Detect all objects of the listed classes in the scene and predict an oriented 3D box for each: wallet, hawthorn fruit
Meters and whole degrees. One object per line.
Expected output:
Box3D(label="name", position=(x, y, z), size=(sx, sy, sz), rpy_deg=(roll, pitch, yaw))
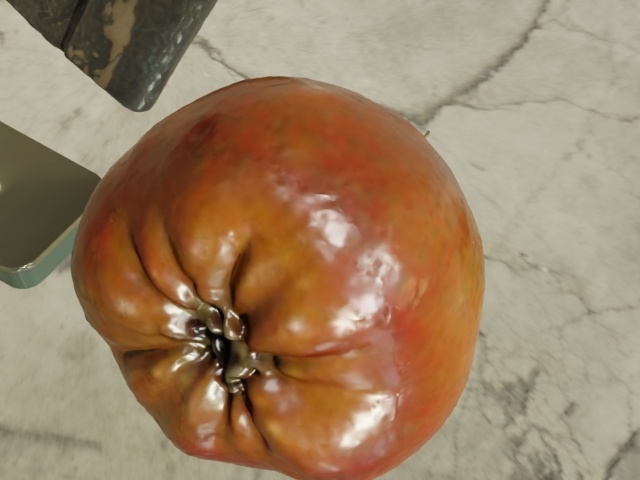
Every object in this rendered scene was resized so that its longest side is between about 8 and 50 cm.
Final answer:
Box3D(label="wallet", position=(-0.100, -0.238, 0.887), size=(0.170, 0.044, 0.321), rpy_deg=(45, 128, 9))
Box3D(label="hawthorn fruit", position=(-0.010, 0.010, 0.452), size=(0.125, 0.140, 0.125), rpy_deg=(-1, 107, -3))

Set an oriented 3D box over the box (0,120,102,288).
Box3D(label="box", position=(-0.204, -0.025, 0.934), size=(0.126, 0.031, 0.091), rpy_deg=(27, 58, 23))
